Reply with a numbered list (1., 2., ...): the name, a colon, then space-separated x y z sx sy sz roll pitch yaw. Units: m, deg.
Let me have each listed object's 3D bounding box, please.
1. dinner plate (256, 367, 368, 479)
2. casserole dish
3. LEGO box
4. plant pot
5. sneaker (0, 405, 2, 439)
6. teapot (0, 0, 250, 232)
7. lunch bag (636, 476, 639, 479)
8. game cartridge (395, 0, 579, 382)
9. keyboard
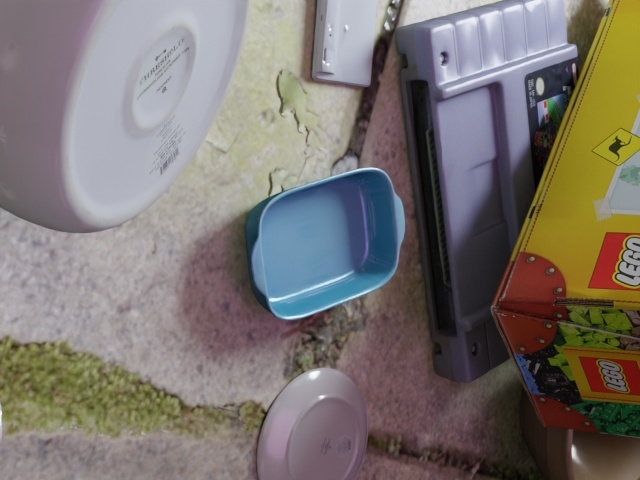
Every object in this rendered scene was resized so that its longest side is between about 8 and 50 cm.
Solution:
1. dinner plate: -0.001 0.187 1.094 0.141 0.017 0.141 -9 103 -45
2. casserole dish: 0.000 0.000 1.054 0.188 0.037 0.114 -19 109 -41
3. LEGO box: 0.429 -0.056 1.157 0.500 0.372 0.193 -63 140 -34
4. plant pot: 0.296 0.188 1.320 0.237 0.110 0.237 -9 102 -45
5. sneaker: -0.324 0.213 0.716 0.182 0.127 0.315 22 73 -40
6. teapot: -0.173 -0.142 0.770 0.252 0.187 0.256 -67 163 12
7. lunch bag: 0.366 0.349 1.211 0.305 0.212 0.256 -31 109 -30
8. game cartridge: 0.187 -0.060 1.217 0.230 0.068 0.355 -21 110 -37
9. keyboard: 0.029 -0.267 1.063 0.072 0.014 0.256 0 96 -50
